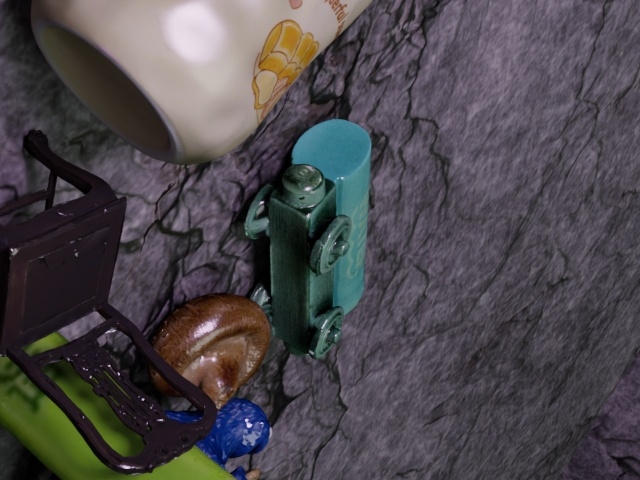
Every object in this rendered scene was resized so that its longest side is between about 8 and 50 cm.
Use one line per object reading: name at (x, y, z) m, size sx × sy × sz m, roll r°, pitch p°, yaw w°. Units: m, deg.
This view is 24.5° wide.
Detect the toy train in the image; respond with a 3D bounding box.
toy train at (0.000, 0.000, 1.393) m, size 0.159 × 0.101 × 0.248 m, roll -54°, pitch 158°, yaw -34°

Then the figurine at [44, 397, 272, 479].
figurine at (-0.146, 0.196, 1.326) m, size 0.262 × 0.164 × 0.120 m, roll -27°, pitch 116°, yaw -54°

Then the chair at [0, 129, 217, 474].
chair at (-0.165, 0.041, 1.009) m, size 0.106 × 0.229 × 0.113 m, roll -29°, pitch 147°, yaw -42°

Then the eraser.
eraser at (-0.152, 0.164, 1.118) m, size 0.092 × 0.274 × 0.210 m, roll -48°, pitch 152°, yaw -10°

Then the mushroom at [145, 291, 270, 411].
mushroom at (-0.102, 0.099, 1.342) m, size 0.126 × 0.085 × 0.109 m, roll 21°, pitch 80°, yaw -53°

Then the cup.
cup at (-0.093, -0.167, 1.015) m, size 0.202 × 0.255 × 0.173 m, roll -48°, pitch 110°, yaw -17°
